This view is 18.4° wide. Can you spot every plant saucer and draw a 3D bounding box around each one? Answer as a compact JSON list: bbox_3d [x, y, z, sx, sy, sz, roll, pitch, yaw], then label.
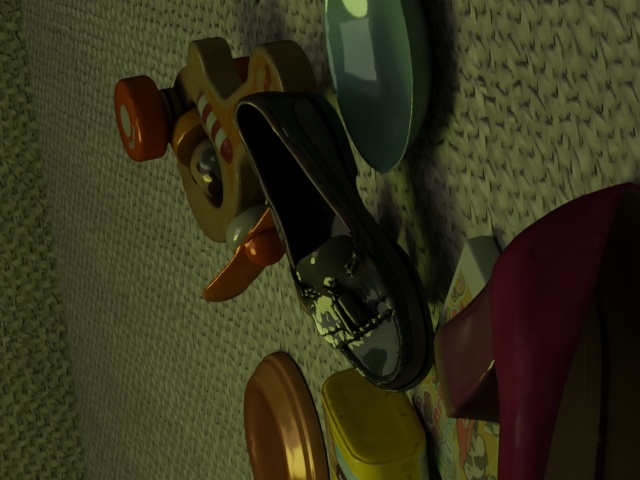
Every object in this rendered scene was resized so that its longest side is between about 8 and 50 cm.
[{"bbox_3d":[0.051,-0.150,1.533,0.195,0.037,0.195,169,90,-73],"label":"plant saucer"},{"bbox_3d":[-0.040,0.216,2.043,0.200,0.037,0.200,169,90,-73],"label":"plant saucer"}]

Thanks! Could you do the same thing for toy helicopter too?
[{"bbox_3d":[-0.071,-0.082,1.809,0.355,0.140,0.235,143,113,-69],"label":"toy helicopter"}]

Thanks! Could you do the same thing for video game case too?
[{"bbox_3d":[0.129,0.143,1.468,0.227,0.026,0.206,103,152,-53],"label":"video game case"}]

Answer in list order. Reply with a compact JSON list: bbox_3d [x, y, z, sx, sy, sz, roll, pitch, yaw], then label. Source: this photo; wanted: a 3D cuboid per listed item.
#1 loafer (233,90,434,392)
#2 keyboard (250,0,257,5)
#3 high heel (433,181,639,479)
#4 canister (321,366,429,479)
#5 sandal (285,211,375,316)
[{"bbox_3d":[0.000,0.000,1.548,0.096,0.084,0.267,-38,64,30],"label":"loafer"},{"bbox_3d":[-0.090,-0.357,1.913,0.072,0.014,0.256,129,129,-68],"label":"keyboard"},{"bbox_3d":[0.174,0.155,1.146,0.181,0.127,0.377,-47,53,41],"label":"high heel"},{"bbox_3d":[0.050,0.202,1.639,0.126,0.073,0.170,-117,16,-50],"label":"canister"},{"bbox_3d":[0.011,0.000,1.665,0.240,0.088,0.079,-127,25,-66],"label":"sandal"}]
